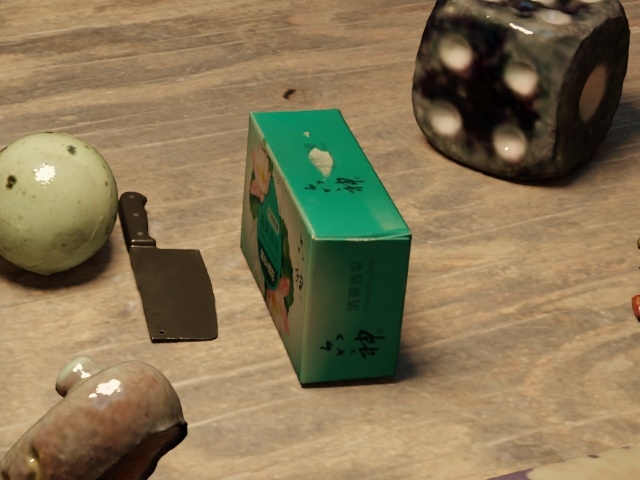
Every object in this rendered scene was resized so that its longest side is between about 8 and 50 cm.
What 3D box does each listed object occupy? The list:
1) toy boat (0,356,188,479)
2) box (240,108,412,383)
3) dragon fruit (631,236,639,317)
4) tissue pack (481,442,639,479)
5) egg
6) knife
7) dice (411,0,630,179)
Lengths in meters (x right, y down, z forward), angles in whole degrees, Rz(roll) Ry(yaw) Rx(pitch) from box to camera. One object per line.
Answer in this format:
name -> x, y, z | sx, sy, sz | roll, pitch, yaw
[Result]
toy boat -> -0.183, 0.156, 1.405 | 0.155, 0.227, 0.085 | -27, 74, -44
box -> 0.000, 0.000, 1.774 | 0.092, 0.153, 0.245 | -3, 30, -15
dragon fruit -> 0.338, 0.030, 1.845 | 0.096, 0.102, 0.147 | 24, 39, 33
tissue pack -> 0.255, 0.250, 1.411 | 0.343, 0.125, 0.242 | -8, 32, -26
egg -> -0.248, -0.035, 1.833 | 0.131, 0.131, 0.164 | 11, 7, 9
knife -> -0.143, 0.023, 1.850 | 0.072, 0.019, 0.245 | 1, 32, -16
dice -> 0.213, -0.181, 2.098 | 0.183, 0.182, 0.181 | 24, 33, 25
